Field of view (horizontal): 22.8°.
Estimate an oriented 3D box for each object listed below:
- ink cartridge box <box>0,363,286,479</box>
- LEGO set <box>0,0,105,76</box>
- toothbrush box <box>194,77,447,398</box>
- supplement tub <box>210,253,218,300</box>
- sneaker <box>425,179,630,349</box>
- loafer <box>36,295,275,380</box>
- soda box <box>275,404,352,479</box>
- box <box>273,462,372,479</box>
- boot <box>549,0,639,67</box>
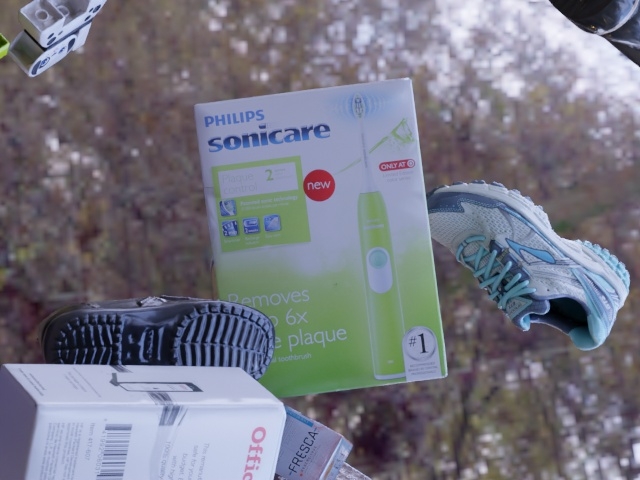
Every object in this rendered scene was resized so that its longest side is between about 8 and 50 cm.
[{"bbox_3d":[-0.143,0.175,1.198,0.086,0.203,0.148,32,-67,55],"label":"ink cartridge box"},{"bbox_3d":[-0.232,-0.089,0.882,0.087,0.227,0.093,45,-33,6],"label":"LEGO set"},{"bbox_3d":[0.000,0.000,1.520,0.122,0.206,0.283,158,-74,-90],"label":"toothbrush box"},{"bbox_3d":[-0.065,0.087,2.043,0.200,0.144,0.144,-99,-161,-46],"label":"supplement tub"},{"bbox_3d":[0.235,0.031,1.865,0.110,0.283,0.122,-51,-164,53],"label":"sneaker"},{"bbox_3d":[-0.138,0.076,1.328,0.078,0.220,0.080,25,-76,54],"label":"loafer"},{"bbox_3d":[-0.013,0.194,1.460,0.058,0.063,0.183,-62,172,-7],"label":"soda box"},{"bbox_3d":[-0.057,0.369,1.968,0.168,0.203,0.167,26,-59,42],"label":"box"},{"bbox_3d":[0.207,-0.183,1.176,0.077,0.137,0.198,-43,-142,21],"label":"boot"}]
